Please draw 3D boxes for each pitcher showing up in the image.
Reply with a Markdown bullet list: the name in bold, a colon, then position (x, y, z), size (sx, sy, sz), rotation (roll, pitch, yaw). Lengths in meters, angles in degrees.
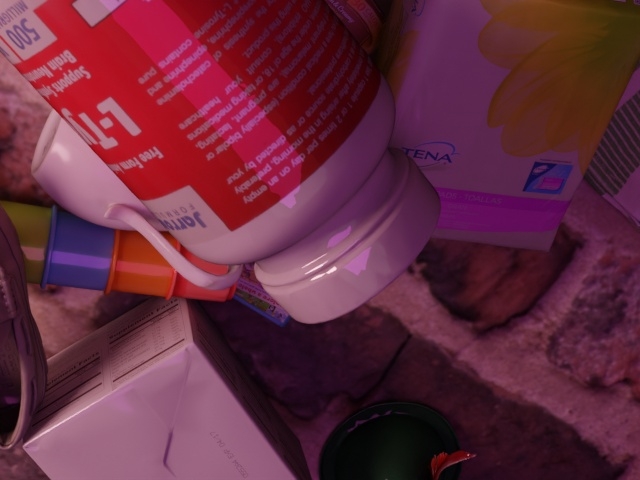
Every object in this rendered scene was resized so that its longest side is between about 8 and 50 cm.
- **pitcher**: position (-0.163, -0.046, 1.144), size (0.207, 0.177, 0.125), rotation (22, 127, -22)

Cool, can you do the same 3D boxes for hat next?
- **hat**: position (0.095, 0.294, 1.357), size (0.173, 0.183, 0.208), rotation (-22, 118, 0)

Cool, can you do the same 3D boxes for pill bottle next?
- **pill bottle**: position (-0.086, -0.130, 1.010), size (0.229, 0.229, 0.407), rotation (-38, 111, 8)

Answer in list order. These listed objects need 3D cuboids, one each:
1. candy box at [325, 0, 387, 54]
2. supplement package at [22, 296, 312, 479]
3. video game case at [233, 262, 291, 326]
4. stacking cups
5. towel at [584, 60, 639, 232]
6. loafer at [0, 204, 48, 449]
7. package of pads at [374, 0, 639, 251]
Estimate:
- **candy box**: position (-0.035, -0.192, 1.169), size (0.187, 0.053, 0.109), rotation (-36, 117, 5)
- **supplement package**: position (-0.157, 0.216, 1.289), size (0.204, 0.145, 0.261), rotation (-31, 117, 3)
- **video game case**: position (-0.042, -0.003, 1.269), size (0.119, 0.015, 0.166), rotation (32, 105, -14)
- **stacking cups**: position (-0.238, 0.003, 1.201), size (0.316, 0.096, 0.096), rotation (6, 114, -16)
- **towel**: position (0.421, -0.101, 1.316), size (0.248, 0.038, 0.325), rotation (-44, 116, 10)
- **loafer**: position (-0.316, 0.063, 1.098), size (0.112, 0.111, 0.319), rotation (-12, 134, 0)
- **package of pads**: position (0.157, -0.133, 1.164), size (0.229, 0.101, 0.296), rotation (7, 127, -15)
